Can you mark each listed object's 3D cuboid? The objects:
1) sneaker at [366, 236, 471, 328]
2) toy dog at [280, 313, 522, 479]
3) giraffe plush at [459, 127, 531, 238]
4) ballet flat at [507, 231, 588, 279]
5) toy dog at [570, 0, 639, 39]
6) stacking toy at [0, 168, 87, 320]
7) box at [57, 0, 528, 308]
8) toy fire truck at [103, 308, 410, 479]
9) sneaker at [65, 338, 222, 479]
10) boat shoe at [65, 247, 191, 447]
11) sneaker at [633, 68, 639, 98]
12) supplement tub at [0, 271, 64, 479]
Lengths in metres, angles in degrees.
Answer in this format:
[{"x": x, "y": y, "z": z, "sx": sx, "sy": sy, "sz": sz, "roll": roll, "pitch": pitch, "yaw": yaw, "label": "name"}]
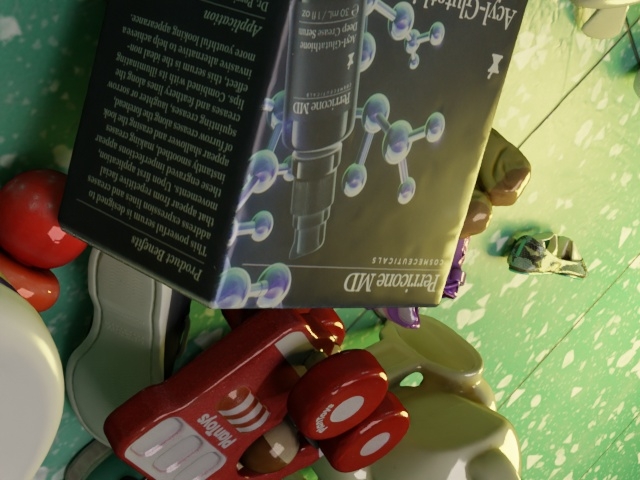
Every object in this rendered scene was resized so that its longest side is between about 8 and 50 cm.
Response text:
[{"x": 0.147, "y": 0.017, "z": 1.514, "sx": 0.236, "sy": 0.104, "sz": 0.095, "roll": -47, "pitch": 158, "yaw": -3, "label": "sneaker"}, {"x": 0.122, "y": 0.354, "z": 1.577, "sx": 0.284, "sy": 0.395, "sz": 0.408, "roll": -27, "pitch": 131, "yaw": -42, "label": "toy dog"}, {"x": 0.143, "y": -0.081, "z": 1.403, "sx": 0.181, "sy": 0.210, "sz": 0.170, "roll": -10, "pitch": 159, "yaw": 8, "label": "giraffe plush"}, {"x": 0.337, "y": 0.022, "z": 1.774, "sx": 0.188, "sy": 0.070, "sz": 0.070, "roll": 5, "pitch": 118, "yaw": -53, "label": "ballet flat"}, {"x": 0.419, "y": -0.325, "z": 1.510, "sx": 0.334, "sy": 0.161, "sz": 0.220, "roll": 26, "pitch": 104, "yaw": -39, "label": "toy dog"}, {"x": -0.301, "y": 0.088, "z": 1.096, "sx": 0.141, "sy": 0.141, "sz": 0.330, "roll": 24, "pitch": 99, "yaw": -53, "label": "stacking toy"}, {"x": -0.009, "y": -0.158, "z": 1.045, "sx": 0.293, "sy": 0.212, "sz": 0.395, "roll": 2, "pitch": 107, "yaw": -48, "label": "box"}, {"x": -0.065, "y": 0.174, "z": 1.257, "sx": 0.254, "sy": 0.169, "sz": 0.302, "roll": -34, "pitch": 150, "yaw": -3, "label": "toy fire truck"}, {"x": -0.135, "y": 0.224, "z": 1.395, "sx": 0.302, "sy": 0.121, "sz": 0.108, "roll": -39, "pitch": 143, "yaw": -15, "label": "sneaker"}, {"x": -0.181, "y": 0.090, "z": 1.236, "sx": 0.091, "sy": 0.114, "sz": 0.302, "roll": -51, "pitch": 167, "yaw": -48, "label": "boat shoe"}, {"x": 0.512, "y": -0.220, "z": 1.736, "sx": 0.212, "sy": 0.080, "sz": 0.094, "roll": -25, "pitch": 149, "yaw": -32, "label": "sneaker"}, {"x": -0.351, "y": 0.049, "z": 0.827, "sx": 0.241, "sy": 0.331, "sz": 0.241, "roll": -28, "pitch": 139, "yaw": -27, "label": "supplement tub"}]
